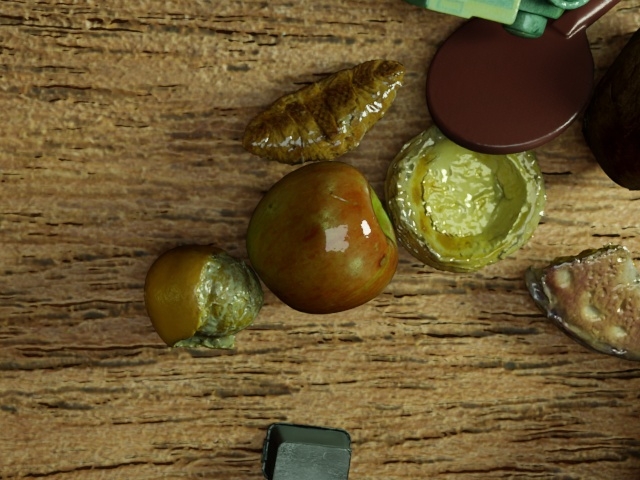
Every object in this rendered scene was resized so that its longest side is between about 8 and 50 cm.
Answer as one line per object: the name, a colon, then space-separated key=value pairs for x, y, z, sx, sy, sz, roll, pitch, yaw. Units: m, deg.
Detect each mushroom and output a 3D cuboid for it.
mushroom: x=0.412 y=-0.183 z=1.724 sx=0.138 sy=0.194 sz=0.231 roll=23 pitch=88 yaw=25

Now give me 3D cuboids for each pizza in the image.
pizza: x=0.415 y=0.083 z=1.816 sx=0.305 sy=0.085 sz=0.161 roll=21 pitch=113 yaw=-12

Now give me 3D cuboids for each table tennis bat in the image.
table tennis bat: x=0.269 y=-0.232 z=1.730 sx=0.310 sy=0.038 sz=0.200 roll=-41 pitch=67 yaw=-16

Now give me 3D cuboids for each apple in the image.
apple: x=0.000 y=0.000 z=1.696 sx=0.196 sy=0.196 sz=0.196 roll=-1 pitch=99 yaw=-8

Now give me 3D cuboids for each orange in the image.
orange: x=-0.147 y=0.074 z=1.702 sx=0.156 sy=0.156 sz=0.134 roll=13 pitch=87 yaw=-10

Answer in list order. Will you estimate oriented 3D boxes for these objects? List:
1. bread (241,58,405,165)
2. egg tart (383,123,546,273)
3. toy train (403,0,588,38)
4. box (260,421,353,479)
bread: x=0.010 y=-0.153 z=1.723 sx=0.233 sy=0.076 sz=0.105 roll=-29 pitch=57 yaw=-9
egg tart: x=0.182 y=-0.061 z=1.760 sx=0.212 sy=0.090 sz=0.213 roll=-1 pitch=100 yaw=-9
toy train: x=0.246 y=-0.437 z=1.641 sx=0.237 sy=0.150 sz=0.369 roll=9 pitch=104 yaw=-21
box: x=-0.015 y=0.292 z=1.796 sx=0.122 sy=0.069 sz=0.084 roll=7 pitch=96 yaw=-9
